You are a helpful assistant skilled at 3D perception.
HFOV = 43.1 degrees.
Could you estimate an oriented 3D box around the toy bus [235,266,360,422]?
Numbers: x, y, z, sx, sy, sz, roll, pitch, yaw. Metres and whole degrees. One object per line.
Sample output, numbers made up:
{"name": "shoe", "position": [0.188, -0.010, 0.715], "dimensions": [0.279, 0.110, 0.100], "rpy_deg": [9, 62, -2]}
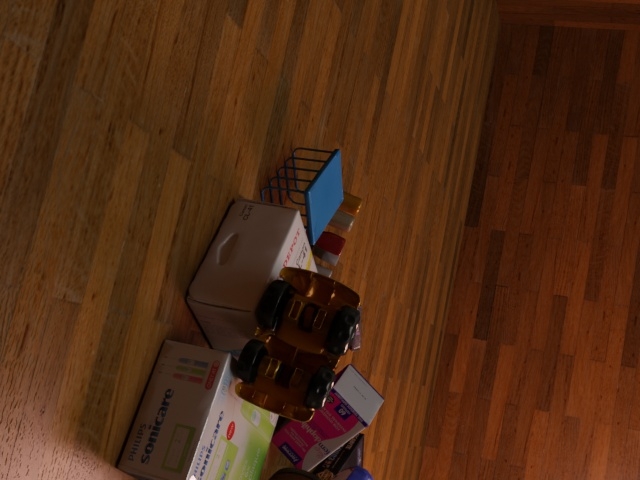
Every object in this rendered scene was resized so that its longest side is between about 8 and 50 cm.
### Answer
{"name": "toy bus", "position": [-0.030, 0.175, 1.304], "dimensions": [0.211, 0.149, 0.220], "rpy_deg": [78, 33, -75]}

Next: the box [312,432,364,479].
{"name": "box", "position": [0.039, 0.711, 2.188], "dimensions": [0.293, 0.073, 0.296], "rpy_deg": [-34, 129, -66]}

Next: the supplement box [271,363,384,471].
{"name": "supplement box", "position": [0.013, 0.385, 1.739], "dimensions": [0.220, 0.111, 0.114], "rpy_deg": [-45, 178, 30]}

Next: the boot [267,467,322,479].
{"name": "boot", "position": [-0.133, 0.514, 1.361], "dimensions": [0.096, 0.264, 0.280], "rpy_deg": [68, 29, -20]}

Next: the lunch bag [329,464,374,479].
{"name": "lunch bag", "position": [0.007, 0.751, 1.870], "dimensions": [0.328, 0.238, 0.386], "rpy_deg": [-34, 137, -62]}

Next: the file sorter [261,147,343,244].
{"name": "file sorter", "position": [-0.033, -0.092, 1.580], "dimensions": [0.170, 0.104, 0.118], "rpy_deg": [-58, 149, -50]}

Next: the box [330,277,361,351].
{"name": "box", "position": [0.046, 0.167, 1.873], "dimensions": [0.029, 0.162, 0.116], "rpy_deg": [-12, 119, -22]}

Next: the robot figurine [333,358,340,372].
{"name": "robot figurine", "position": [-0.011, 0.224, 1.745], "dimensions": [0.158, 0.128, 0.219], "rpy_deg": [-56, -170, 55]}

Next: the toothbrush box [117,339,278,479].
{"name": "toothbrush box", "position": [-0.183, 0.313, 1.309], "dimensions": [0.283, 0.122, 0.206], "rpy_deg": [63, 40, -57]}

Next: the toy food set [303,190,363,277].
{"name": "toy food set", "position": [0.000, 0.000, 1.780], "dimensions": [0.111, 0.104, 0.232], "rpy_deg": [-55, 169, -77]}

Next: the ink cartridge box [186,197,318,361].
{"name": "ink cartridge box", "position": [-0.099, 0.112, 1.445], "dimensions": [0.306, 0.131, 0.226], "rpy_deg": [75, 31, -52]}
